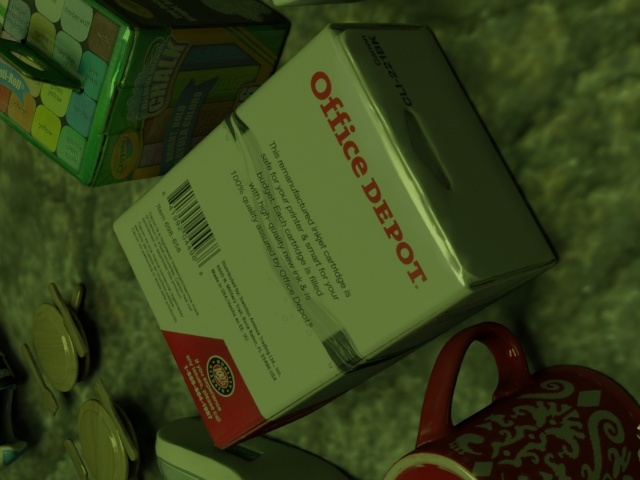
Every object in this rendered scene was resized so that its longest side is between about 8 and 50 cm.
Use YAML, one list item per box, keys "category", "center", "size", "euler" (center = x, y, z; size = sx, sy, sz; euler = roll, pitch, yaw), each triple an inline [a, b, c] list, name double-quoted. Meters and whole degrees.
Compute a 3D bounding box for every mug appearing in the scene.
- category: "mug"
  center: [0.109, 0.142, 0.772]
  size: [0.150, 0.169, 0.113]
  euler: [41, 124, 26]

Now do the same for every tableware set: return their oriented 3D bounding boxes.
- category: "tableware set"
  center: [-0.212, 0.140, 1.131]
  size: [0.194, 0.039, 0.128]
  euler: [60, 141, 21]

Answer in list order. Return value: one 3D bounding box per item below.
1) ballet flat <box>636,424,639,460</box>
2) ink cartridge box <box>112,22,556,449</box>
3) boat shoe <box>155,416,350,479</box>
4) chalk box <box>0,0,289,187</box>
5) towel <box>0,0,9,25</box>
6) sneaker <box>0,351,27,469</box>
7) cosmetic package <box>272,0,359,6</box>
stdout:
- category: "ballet flat"
  center: [0.349, 0.128, 0.597]
  size: [0.409, 0.147, 0.147]
  euler: [18, 111, 38]
- category: "ink cartridge box"
  center: [0.000, 0.000, 0.869]
  size: [0.273, 0.114, 0.197]
  euler: [-37, 75, 40]
- category: "boat shoe"
  center: [-0.049, 0.213, 0.990]
  size: [0.228, 0.079, 0.081]
  euler: [18, 117, 43]
- category: "chalk box"
  center: [-0.153, -0.130, 0.905]
  size: [0.132, 0.213, 0.132]
  euler: [38, 122, 28]
- category: "towel"
  center: [-0.205, -0.305, 1.028]
  size: [0.248, 0.038, 0.324]
  euler: [46, 125, 24]
- category: "sneaker"
  center: [-0.349, 0.115, 1.221]
  size: [0.086, 0.085, 0.237]
  euler: [-17, 84, 15]
- category: "cosmetic package"
  center: [0.107, -0.323, 0.721]
  size: [0.377, 0.097, 0.284]
  euler: [-9, 95, 41]
